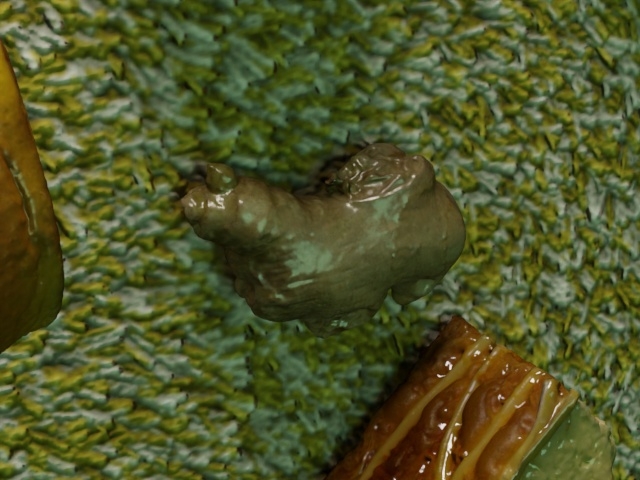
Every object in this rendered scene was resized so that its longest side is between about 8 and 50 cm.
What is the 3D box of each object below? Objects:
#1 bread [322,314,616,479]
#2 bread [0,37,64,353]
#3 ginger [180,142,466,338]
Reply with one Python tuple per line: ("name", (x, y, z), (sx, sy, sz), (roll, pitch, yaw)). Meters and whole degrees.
("bread", (0.087, 0.209, 1.267), (0.114, 0.185, 0.274), (36, 89, -30))
("bread", (-0.249, -0.040, 0.955), (0.143, 0.195, 0.269), (-26, 116, -29))
("ginger", (0.001, 0.005, 1.199), (0.213, 0.074, 0.137), (-9, 104, -33))
